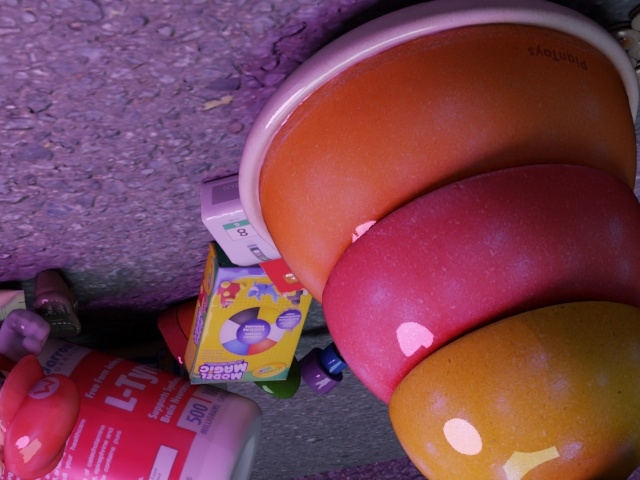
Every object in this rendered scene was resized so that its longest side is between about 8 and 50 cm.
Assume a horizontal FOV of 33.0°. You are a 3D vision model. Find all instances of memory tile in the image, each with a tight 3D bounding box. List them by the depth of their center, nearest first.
[{"bbox_3d":[0.273,-0.160,0.946,0.113,0.012,0.148,6,156,-33],"label":"memory tile"}]

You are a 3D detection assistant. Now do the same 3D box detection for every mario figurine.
[{"bbox_3d":[-0.412,0.172,1.194,0.320,0.198,0.170,-5,170,24],"label":"mario figurine"}]

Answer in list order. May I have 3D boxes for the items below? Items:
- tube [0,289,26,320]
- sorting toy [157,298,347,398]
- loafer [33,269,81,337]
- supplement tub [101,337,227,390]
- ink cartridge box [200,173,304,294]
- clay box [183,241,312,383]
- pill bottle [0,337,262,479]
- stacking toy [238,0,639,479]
[{"bbox_3d":[-0.469,0.089,1.271,0.240,0.062,0.070,-8,-156,-15],"label":"tube"},{"bbox_3d":[-0.056,0.131,1.503,0.126,0.127,0.365,-43,145,19],"label":"sorting toy"},{"bbox_3d":[-0.316,0.078,1.298,0.056,0.050,0.148,-1,157,-14],"label":"loafer"},{"bbox_3d":[-0.248,0.217,1.561,0.199,0.144,0.144,-13,159,11],"label":"supplement tub"},{"bbox_3d":[0.000,0.000,1.135,0.181,0.056,0.225,-14,142,13],"label":"ink cartridge box"},{"bbox_3d":[-0.088,0.100,1.311,0.127,0.053,0.222,0,129,-21],"label":"clay box"},{"bbox_3d":[-0.298,0.256,1.383,0.407,0.229,0.229,16,160,6],"label":"pill bottle"},{"bbox_3d":[0.140,0.085,0.823,0.350,0.480,0.351,-9,146,-6],"label":"stacking toy"}]
